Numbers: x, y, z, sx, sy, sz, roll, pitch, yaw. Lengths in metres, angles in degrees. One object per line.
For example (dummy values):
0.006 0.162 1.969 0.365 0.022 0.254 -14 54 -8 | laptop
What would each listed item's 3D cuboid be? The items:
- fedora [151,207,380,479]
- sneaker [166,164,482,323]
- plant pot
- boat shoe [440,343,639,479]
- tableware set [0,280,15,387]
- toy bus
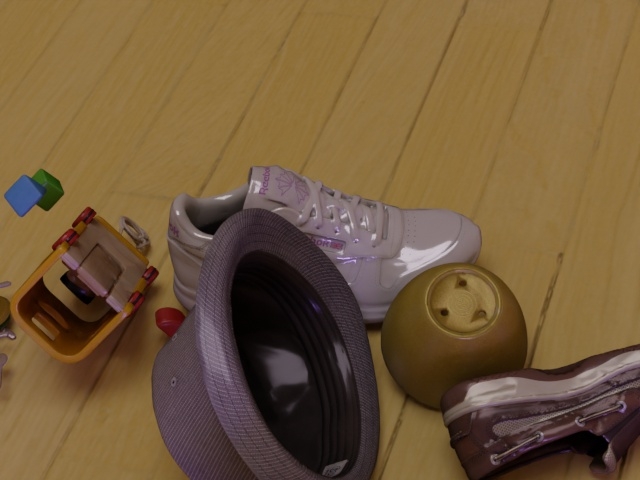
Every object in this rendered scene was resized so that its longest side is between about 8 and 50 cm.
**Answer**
-0.059 0.121 1.265 0.124 0.243 0.275 -28 47 26 | fedora
0.000 0.000 1.395 0.305 0.152 0.114 -6 41 4 | sneaker
0.122 0.072 1.301 0.134 0.095 0.134 0 64 0 | plant pot
0.235 0.153 1.245 0.257 0.095 0.095 -12 67 -2 | boat shoe
-0.354 0.108 1.453 0.104 0.024 0.154 -12 44 4 | tableware set
-0.232 0.044 1.427 0.104 0.202 0.191 -44 52 10 | toy bus
